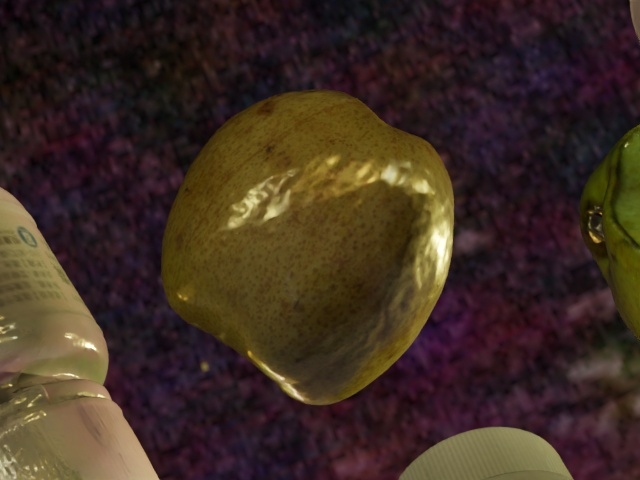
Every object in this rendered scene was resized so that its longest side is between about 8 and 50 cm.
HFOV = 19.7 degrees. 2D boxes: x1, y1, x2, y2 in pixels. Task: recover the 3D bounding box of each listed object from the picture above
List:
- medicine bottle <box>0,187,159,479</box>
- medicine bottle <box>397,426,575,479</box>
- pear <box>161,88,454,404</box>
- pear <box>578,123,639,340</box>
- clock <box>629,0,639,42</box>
[{"bbox_3d":[-0.280,0.129,1.455,0.241,0.302,0.241,-29,159,-13],"label":"medicine bottle"},{"bbox_3d":[0.199,0.356,1.823,0.245,0.306,0.245,-8,127,-11],"label":"medicine bottle"},{"bbox_3d":[0.000,0.000,1.357,0.211,0.188,0.228,-50,139,2],"label":"pear"},{"bbox_3d":[0.286,0.023,1.244,0.255,0.238,0.164,10,133,29],"label":"pear"},{"bbox_3d":[0.294,-0.166,1.148,0.197,0.068,0.197,9,135,9],"label":"clock"}]
